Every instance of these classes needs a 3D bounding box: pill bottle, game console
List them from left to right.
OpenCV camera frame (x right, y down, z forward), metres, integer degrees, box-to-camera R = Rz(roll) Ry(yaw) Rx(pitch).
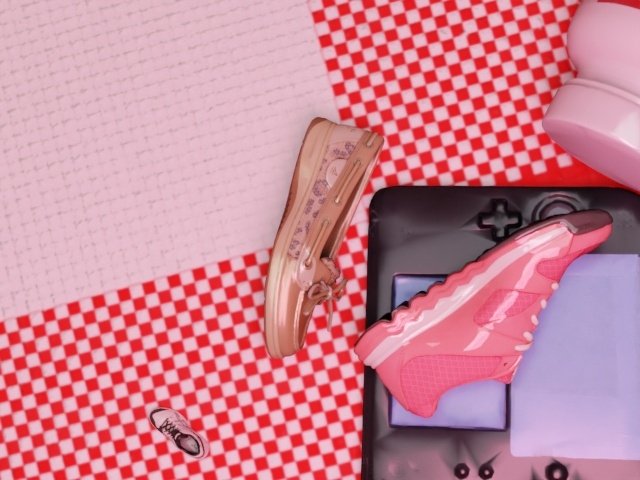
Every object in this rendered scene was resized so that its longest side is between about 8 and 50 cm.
[{"bbox_3d":[0.220,0.129,1.406,0.341,0.060,0.387,2,80,4],"label":"game console"},{"bbox_3d":[0.417,-0.262,1.363,0.229,0.229,0.408,30,85,7],"label":"pill bottle"}]

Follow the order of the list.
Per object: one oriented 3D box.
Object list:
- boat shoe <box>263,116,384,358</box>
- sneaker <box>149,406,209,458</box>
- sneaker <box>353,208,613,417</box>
[{"bbox_3d":[0.000,0.000,1.420,0.089,0.104,0.285,12,83,8],"label":"boat shoe"},{"bbox_3d":[-0.164,0.222,1.438,0.083,0.037,0.032,35,88,9],"label":"sneaker"},{"bbox_3d":[0.196,0.080,1.355,0.313,0.116,0.136,-33,87,10],"label":"sneaker"}]
